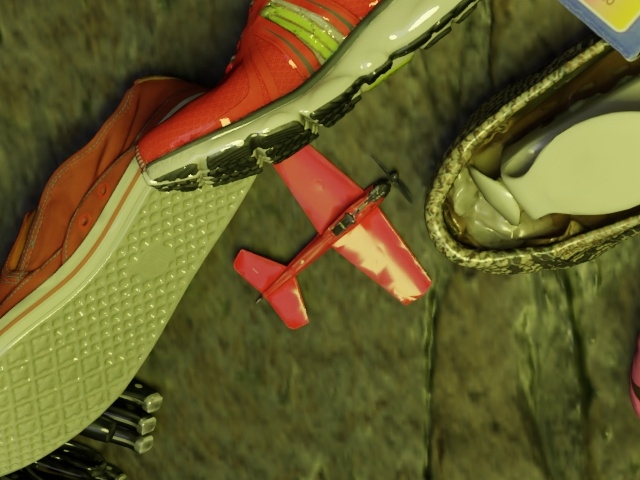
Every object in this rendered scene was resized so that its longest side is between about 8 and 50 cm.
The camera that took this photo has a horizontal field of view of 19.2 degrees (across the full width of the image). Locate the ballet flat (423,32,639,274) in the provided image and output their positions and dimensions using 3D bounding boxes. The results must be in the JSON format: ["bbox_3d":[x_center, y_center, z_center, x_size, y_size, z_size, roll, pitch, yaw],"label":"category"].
[{"bbox_3d":[0.261,-0.101,1.104,0.483,0.182,0.164,-30,92,28],"label":"ballet flat"}]

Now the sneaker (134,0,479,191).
[{"bbox_3d":[-0.014,-0.135,1.212,0.279,0.107,0.118,-37,85,-9],"label":"sneaker"}]

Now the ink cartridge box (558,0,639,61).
[{"bbox_3d":[0.127,-0.258,0.997,0.270,0.395,0.151,41,113,0],"label":"ink cartridge box"}]

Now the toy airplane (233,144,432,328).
[{"bbox_3d":[0.000,0.000,1.319,0.151,0.028,0.151,5,108,15],"label":"toy airplane"}]

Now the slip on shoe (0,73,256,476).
[{"bbox_3d":[-0.168,0.027,1.299,0.331,0.123,0.101,-54,48,4],"label":"slip on shoe"}]

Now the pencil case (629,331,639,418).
[{"bbox_3d":[0.253,0.060,1.181,0.095,0.209,0.098,-32,65,-12],"label":"pencil case"}]

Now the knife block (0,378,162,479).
[{"bbox_3d":[-0.264,0.098,1.395,0.242,0.088,0.275,-26,99,21],"label":"knife block"}]
